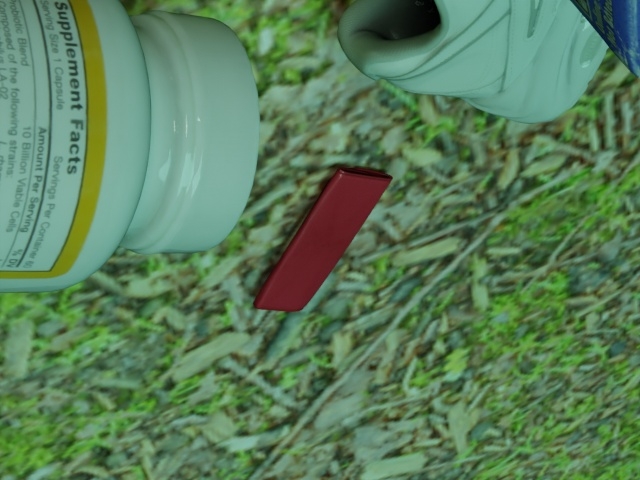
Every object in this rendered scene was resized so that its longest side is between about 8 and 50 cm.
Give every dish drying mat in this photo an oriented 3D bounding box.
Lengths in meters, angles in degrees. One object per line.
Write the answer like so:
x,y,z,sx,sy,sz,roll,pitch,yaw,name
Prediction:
0.000,0.000,0.803,0.032,0.008,0.083,8,127,-38,dish drying mat

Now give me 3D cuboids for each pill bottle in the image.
-0.130,-0.040,0.593,0.208,0.117,0.117,1,132,-32,pill bottle

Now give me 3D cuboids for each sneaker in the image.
0.073,-0.136,0.643,0.115,0.090,0.232,-1,132,-26,sneaker

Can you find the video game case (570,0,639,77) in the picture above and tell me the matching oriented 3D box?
0.029,-0.211,0.411,0.061,0.244,0.269,-24,140,-8,video game case
